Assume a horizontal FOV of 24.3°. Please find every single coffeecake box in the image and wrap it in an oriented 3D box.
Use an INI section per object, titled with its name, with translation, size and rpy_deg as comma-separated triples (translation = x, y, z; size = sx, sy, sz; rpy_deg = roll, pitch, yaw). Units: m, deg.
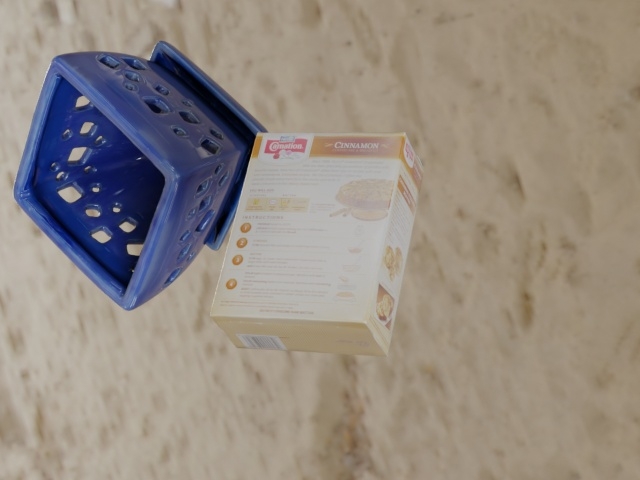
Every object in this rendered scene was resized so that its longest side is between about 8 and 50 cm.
[coffeecake box]
translation = 0.000, 0.000, 1.286
size = 0.068, 0.142, 0.185
rpy_deg = 57, -140, -55

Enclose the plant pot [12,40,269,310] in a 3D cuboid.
[plant pot]
translation = -0.211, -0.094, 1.834
size = 0.236, 0.212, 0.236
rpy_deg = 42, 130, 19
